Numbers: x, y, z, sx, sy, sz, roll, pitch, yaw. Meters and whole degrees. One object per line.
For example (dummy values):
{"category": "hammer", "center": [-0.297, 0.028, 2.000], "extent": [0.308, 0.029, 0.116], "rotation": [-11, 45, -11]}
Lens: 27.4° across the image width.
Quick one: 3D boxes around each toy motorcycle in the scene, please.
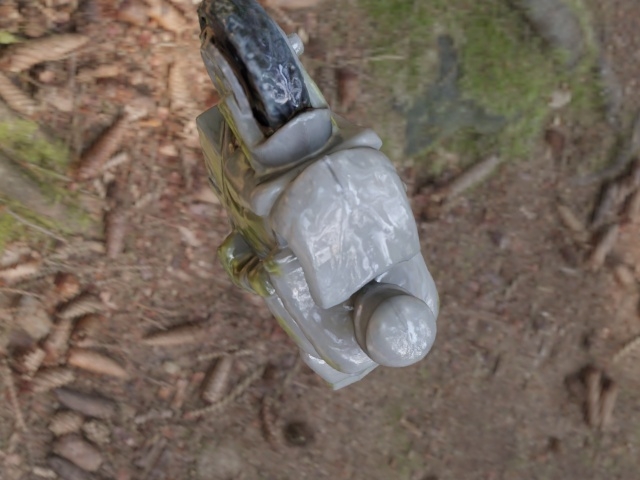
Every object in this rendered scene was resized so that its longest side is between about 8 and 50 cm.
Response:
{"category": "toy motorcycle", "center": [0.000, 0.000, 0.837], "extent": [0.107, 0.223, 0.341], "rotation": [-31, 158, -12]}
